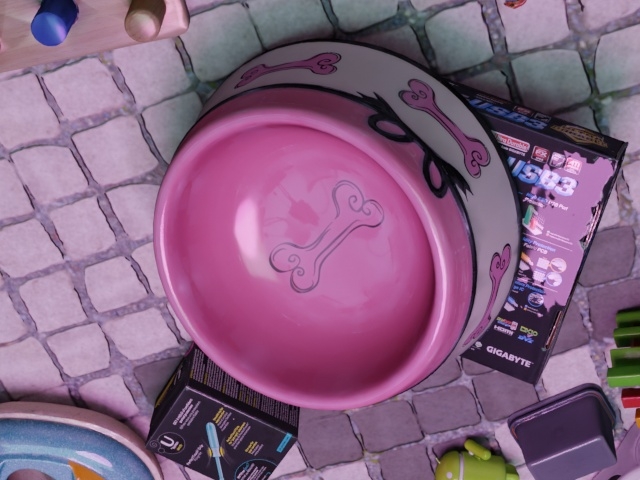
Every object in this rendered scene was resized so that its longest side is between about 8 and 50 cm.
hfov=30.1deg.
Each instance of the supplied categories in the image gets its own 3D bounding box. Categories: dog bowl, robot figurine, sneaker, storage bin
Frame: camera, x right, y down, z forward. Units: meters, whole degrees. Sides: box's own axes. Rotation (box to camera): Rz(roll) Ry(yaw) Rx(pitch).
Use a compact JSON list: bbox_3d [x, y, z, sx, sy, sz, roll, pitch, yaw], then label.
[{"bbox_3d":[0.000,0.000,1.271,0.408,0.150,0.408,10,116,20],"label":"dog bowl"},{"bbox_3d":[0.206,0.319,1.596,0.115,0.067,0.101,8,104,-3],"label":"robot figurine"},{"bbox_3d":[0.456,0.311,1.588,0.121,0.079,0.217,20,128,-15],"label":"sneaker"},{"bbox_3d":[0.323,0.267,1.549,0.135,0.091,0.098,-25,118,16],"label":"storage bin"}]

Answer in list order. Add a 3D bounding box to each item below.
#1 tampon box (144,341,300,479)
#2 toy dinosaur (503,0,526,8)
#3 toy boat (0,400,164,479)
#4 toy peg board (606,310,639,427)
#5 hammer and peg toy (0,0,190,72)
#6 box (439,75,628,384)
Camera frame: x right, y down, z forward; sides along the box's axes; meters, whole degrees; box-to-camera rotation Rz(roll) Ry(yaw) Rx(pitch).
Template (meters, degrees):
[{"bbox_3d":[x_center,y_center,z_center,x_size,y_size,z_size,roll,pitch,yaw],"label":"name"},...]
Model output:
[{"bbox_3d":[-0.123,0.228,1.526,0.161,0.101,0.120,28,118,-14],"label":"tampon box"},{"bbox_3d":[0.186,-0.281,1.224,0.047,0.090,0.082,-34,71,9],"label":"toy dinosaur"},{"bbox_3d":[-0.349,0.366,1.589,0.267,0.148,0.318,10,121,-6],"label":"toy boat"},{"bbox_3d":[0.409,0.167,1.456,0.079,0.161,0.161,-7,124,26],"label":"toy peg board"},{"bbox_3d":[-0.334,-0.286,1.199,0.361,0.127,0.266,-11,123,8],"label":"hammer and peg toy"},{"bbox_3d":[0.152,-0.020,1.322,0.295,0.073,0.293,20,118,14],"label":"box"}]
